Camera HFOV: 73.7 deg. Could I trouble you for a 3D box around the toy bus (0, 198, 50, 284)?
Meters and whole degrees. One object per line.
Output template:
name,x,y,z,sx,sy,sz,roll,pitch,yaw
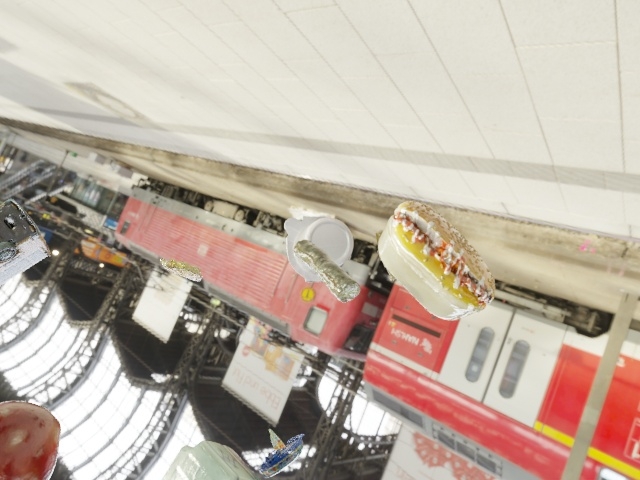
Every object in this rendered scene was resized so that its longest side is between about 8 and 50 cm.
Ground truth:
toy bus,-0.598,0.030,0.758,0.098,0.201,0.114,45,156,11

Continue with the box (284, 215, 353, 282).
box,0.000,0.000,1.605,0.291,0.262,0.206,47,163,-3

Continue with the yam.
yam,0.009,0.065,1.026,0.061,0.061,0.253,27,-172,-35

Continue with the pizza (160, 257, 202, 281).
pizza,-0.418,0.089,1.328,0.099,0.036,0.160,-5,155,34

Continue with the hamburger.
hamburger,0.272,0.039,0.978,0.295,0.151,0.227,43,-145,11

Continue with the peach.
peach,-0.721,0.493,0.979,0.243,0.244,0.199,24,145,-13

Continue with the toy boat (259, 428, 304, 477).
toy boat,-0.119,0.595,1.234,0.110,0.175,0.091,53,-165,5

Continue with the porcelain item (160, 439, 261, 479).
porcelain item,-0.290,0.688,1.079,0.285,0.281,0.157,15,156,45

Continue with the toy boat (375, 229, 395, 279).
toy boat,0.254,0.058,1.614,0.072,0.064,0.206,12,126,58
